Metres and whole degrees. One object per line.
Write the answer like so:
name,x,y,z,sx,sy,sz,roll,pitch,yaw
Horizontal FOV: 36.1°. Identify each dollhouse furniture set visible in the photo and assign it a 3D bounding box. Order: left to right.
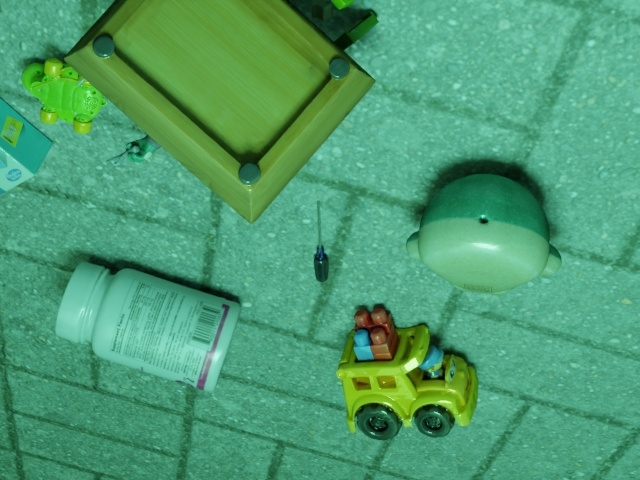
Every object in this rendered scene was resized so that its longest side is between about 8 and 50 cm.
dollhouse furniture set,0.001,-0.301,1.167,0.152,0.058,0.076,50,140,-8

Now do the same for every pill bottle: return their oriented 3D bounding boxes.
pill bottle,-0.290,0.141,1.665,0.283,0.160,0.160,18,140,-2

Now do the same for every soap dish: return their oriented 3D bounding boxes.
soap dish,-0.112,-0.199,1.123,0.291,0.229,0.118,41,176,-4

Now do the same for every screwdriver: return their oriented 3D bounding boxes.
screwdriver,0.000,0.000,1.524,0.024,0.025,0.170,8,131,11

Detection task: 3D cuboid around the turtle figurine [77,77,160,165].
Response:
turtle figurine,-0.217,-0.203,1.287,0.234,0.118,0.175,-28,83,42

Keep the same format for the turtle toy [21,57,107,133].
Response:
turtle toy,-0.354,-0.209,1.354,0.130,0.066,0.095,17,117,3

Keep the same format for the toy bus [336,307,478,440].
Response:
toy bus,0.137,0.207,1.635,0.220,0.149,0.211,-5,120,20

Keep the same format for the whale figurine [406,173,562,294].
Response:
whale figurine,0.231,-0.002,1.378,0.216,0.141,0.272,6,164,12

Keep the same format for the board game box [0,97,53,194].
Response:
board game box,-0.611,-0.186,1.457,0.253,0.079,0.336,-21,128,36
